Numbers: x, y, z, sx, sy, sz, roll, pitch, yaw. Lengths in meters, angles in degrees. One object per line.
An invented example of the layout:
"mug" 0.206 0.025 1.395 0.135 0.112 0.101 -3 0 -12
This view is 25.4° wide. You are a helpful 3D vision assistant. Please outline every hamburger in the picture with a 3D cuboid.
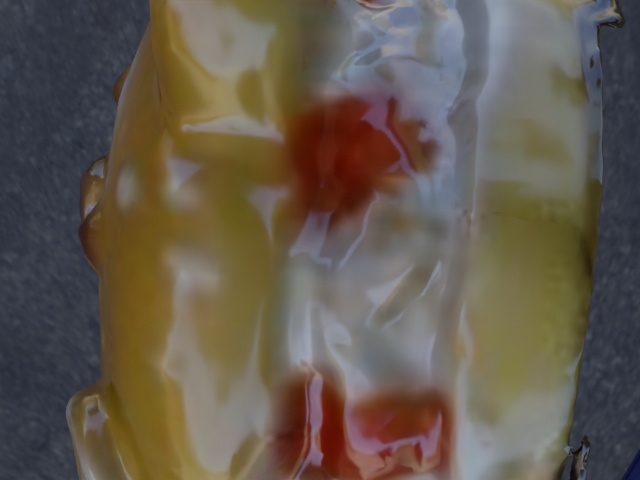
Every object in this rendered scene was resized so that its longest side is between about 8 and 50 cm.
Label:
"hamburger" 0.000 0.000 0.542 0.186 0.302 0.261 8 53 -5

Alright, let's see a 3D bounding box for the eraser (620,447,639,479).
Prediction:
"eraser" 0.207 0.277 0.905 0.155 0.101 0.332 33 88 -26
